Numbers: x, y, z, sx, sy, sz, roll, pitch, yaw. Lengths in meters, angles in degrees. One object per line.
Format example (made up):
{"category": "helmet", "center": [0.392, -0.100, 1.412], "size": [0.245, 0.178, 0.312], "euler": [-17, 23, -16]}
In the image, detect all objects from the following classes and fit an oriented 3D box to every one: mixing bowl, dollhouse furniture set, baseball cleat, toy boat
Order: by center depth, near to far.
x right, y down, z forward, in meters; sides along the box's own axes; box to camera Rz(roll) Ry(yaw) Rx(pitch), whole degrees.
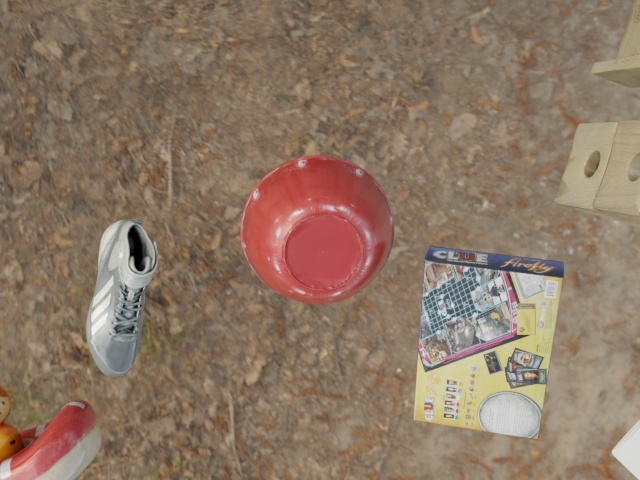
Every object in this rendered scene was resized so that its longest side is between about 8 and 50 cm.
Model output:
{"category": "dollhouse furniture set", "center": [0.274, -0.093, 0.610], "size": [0.129, 0.129, 0.183], "euler": [15, 94, -11]}
{"category": "mixing bowl", "center": [0.000, 0.000, 0.980], "size": [0.182, 0.098, 0.181], "euler": [-1, 104, -4]}
{"category": "toy boat", "center": [-0.387, 0.242, 1.054], "size": [0.231, 0.151, 0.151], "euler": [-19, 98, 4]}
{"category": "baseball cleat", "center": [-0.252, 0.074, 1.109], "size": [0.072, 0.109, 0.205], "euler": [0, 87, -32]}

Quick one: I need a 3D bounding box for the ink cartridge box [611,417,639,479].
{"category": "ink cartridge box", "center": [0.352, 0.152, 0.716], "size": [0.176, 0.128, 0.127], "euler": [-17, 145, -51]}

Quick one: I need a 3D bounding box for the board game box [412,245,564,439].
{"category": "board game box", "center": [0.205, 0.131, 1.091], "size": [0.165, 0.042, 0.243], "euler": [7, 118, 12]}
